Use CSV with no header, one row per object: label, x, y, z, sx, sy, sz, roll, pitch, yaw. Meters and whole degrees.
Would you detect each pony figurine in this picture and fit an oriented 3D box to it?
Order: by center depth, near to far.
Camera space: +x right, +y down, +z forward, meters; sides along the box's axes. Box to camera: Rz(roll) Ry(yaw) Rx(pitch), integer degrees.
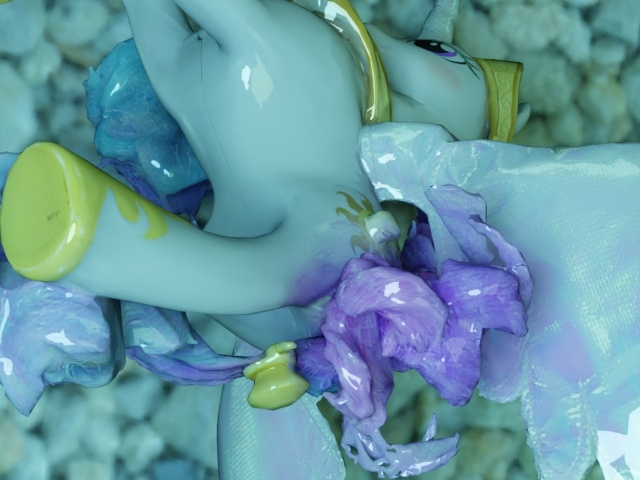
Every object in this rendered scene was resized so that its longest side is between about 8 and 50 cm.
pony figurine,0.000,0.000,0.729,0.363,0.303,0.351,19,51,-46
